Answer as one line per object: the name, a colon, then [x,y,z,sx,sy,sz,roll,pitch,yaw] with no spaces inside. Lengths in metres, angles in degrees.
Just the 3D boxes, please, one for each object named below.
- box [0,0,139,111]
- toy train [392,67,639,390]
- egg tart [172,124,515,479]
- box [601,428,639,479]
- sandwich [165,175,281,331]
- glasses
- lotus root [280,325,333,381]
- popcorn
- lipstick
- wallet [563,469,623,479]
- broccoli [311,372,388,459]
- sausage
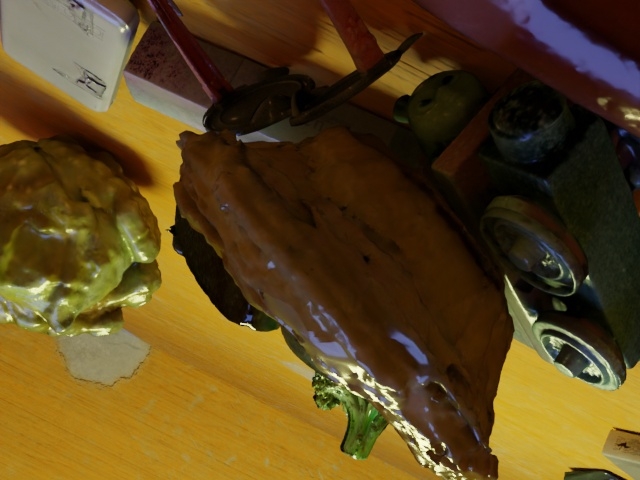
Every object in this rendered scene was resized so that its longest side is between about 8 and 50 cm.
box: [-0.265,-0.213,1.028,0.142,0.044,0.285,32,163,-10]
toy train: [0.169,-0.017,0.792,0.221,0.150,0.304,30,161,46]
egg tart: [0.036,0.027,0.751,0.352,0.150,0.352,49,179,1]
box: [0.620,0.404,1.544,0.365,0.051,0.204,36,161,-30]
sandwich: [0.000,0.000,1.102,0.301,0.162,0.250,16,-155,-27]
glasses: [-0.071,-0.207,0.772,0.234,0.118,0.268,4,132,56]
lotus root: [0.078,0.135,1.375,0.275,0.152,0.160,20,143,4]
popcorn: [-0.388,-0.009,1.421,0.335,0.279,0.274,34,-158,-29]
lipstick: [-0.029,-0.109,0.945,0.317,0.066,0.068,24,164,7]
wallet: [0.597,0.507,1.909,0.245,0.052,0.168,31,160,-6]
broccoli: [0.083,0.298,1.793,0.220,0.194,0.194,17,162,11]
sausage: [0.149,-0.132,0.582,0.300,0.083,0.089,31,170,-4]
